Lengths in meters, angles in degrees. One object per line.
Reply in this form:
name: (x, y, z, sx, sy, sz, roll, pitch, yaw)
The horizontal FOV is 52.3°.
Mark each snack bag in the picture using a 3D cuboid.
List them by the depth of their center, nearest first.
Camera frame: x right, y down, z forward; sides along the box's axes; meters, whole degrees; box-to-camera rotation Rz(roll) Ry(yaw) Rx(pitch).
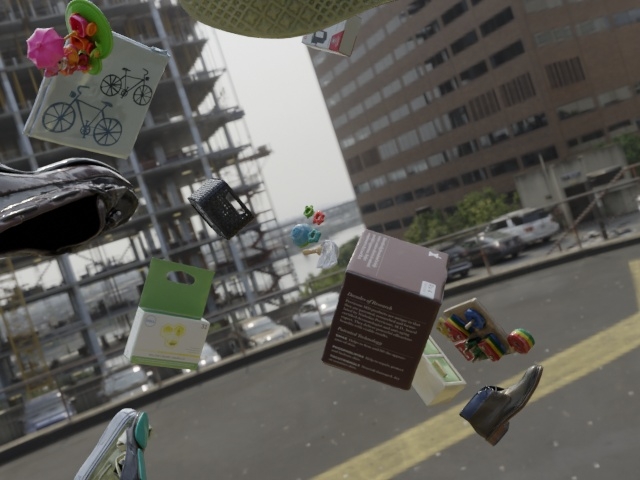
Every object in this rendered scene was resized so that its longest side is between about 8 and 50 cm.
snack bag: (-0.588, -0.398, 1.739, 0.037, 0.343, 0.323, 35, 15, 32)

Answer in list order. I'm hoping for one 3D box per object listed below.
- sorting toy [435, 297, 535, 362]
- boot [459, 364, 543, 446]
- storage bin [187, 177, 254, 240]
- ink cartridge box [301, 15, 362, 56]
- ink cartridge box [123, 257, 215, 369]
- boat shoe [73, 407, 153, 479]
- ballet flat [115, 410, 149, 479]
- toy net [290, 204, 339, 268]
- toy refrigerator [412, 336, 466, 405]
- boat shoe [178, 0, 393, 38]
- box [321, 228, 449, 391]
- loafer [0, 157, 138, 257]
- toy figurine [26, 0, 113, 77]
sorting toy: (0.309, 0.194, 1.329, 0.046, 0.132, 0.274, -39, -2, -23)
boot: (0.416, 0.357, 1.502, 0.219, 0.106, 0.082, -58, -14, 6)
storage bin: (-0.244, -0.078, 1.577, 0.084, 0.122, 0.180, -41, 18, -10)
ink cartridge box: (0.033, -0.679, 2.114, 0.175, 0.128, 0.072, 26, 14, 39)
ink cartridge box: (-0.339, 0.174, 1.514, 0.171, 0.235, 0.056, 16, 3, -36)
boat shoe: (-0.519, 0.564, 1.598, 0.094, 0.303, 0.109, 25, -3, 28)
ballet flat: (-0.434, 0.480, 1.491, 0.074, 0.074, 0.203, -18, 39, 1)
toy net: (0.000, 0.000, 1.753, 0.122, 0.232, 0.045, -52, -46, 6)
toy refrigerator: (0.277, 0.321, 1.809, 0.102, 0.270, 0.094, 8, -54, -42)
boat shoe: (0.001, -0.457, 1.074, 0.499, 0.187, 0.156, -18, 36, -13)
box: (0.117, 0.122, 1.164, 0.166, 0.203, 0.168, 18, 29, 8)
loafer: (-0.267, -0.019, 0.647, 0.109, 0.095, 0.302, -57, -12, 11)
toy figurine: (-0.536, -0.394, 1.355, 0.159, 0.130, 0.173, -48, -14, -43)
